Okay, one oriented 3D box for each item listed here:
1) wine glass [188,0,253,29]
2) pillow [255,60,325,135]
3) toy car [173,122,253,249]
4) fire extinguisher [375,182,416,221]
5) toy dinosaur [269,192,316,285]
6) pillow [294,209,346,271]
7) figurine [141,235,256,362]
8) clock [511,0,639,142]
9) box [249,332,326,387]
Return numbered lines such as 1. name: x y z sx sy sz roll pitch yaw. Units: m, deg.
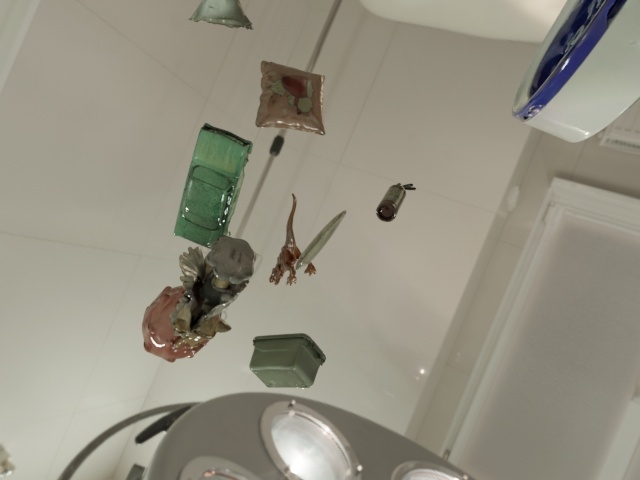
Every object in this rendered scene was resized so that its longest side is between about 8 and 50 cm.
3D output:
1. wine glass: -0.173 -0.481 0.756 0.122 0.182 0.122 7 -155 -3
2. pillow: -0.087 -0.446 1.343 0.224 0.235 0.084 7 165 -16
3. toy car: -0.274 -0.121 1.075 0.142 0.320 0.097 23 -153 -1
4. fire extinguisher: 0.272 -0.148 1.505 0.099 0.071 0.231 0 -150 27
5. toy dinosaur: -0.101 0.053 1.616 0.097 0.432 0.208 -4 -135 -34
6. pillow: 0.000 0.000 1.264 0.038 0.232 0.131 41 -170 5
7. figurine: -0.257 0.151 0.856 0.166 0.387 0.207 27 -146 -20
8. clock: 0.290 -0.215 0.424 0.083 0.230 0.230 29 180 8
9. box: -0.087 0.299 1.042 0.172 0.092 0.124 -11 130 28
